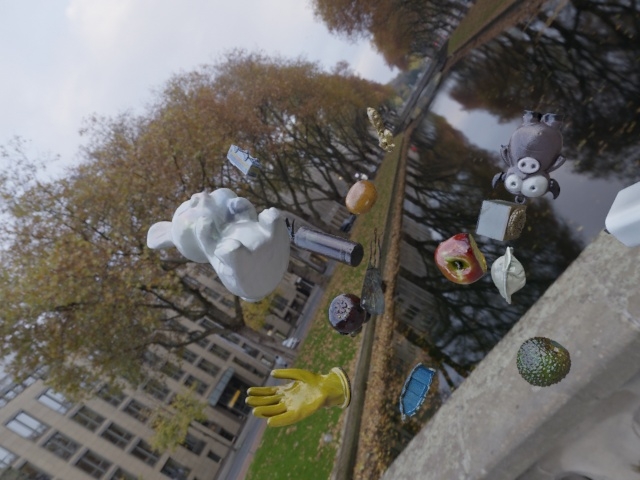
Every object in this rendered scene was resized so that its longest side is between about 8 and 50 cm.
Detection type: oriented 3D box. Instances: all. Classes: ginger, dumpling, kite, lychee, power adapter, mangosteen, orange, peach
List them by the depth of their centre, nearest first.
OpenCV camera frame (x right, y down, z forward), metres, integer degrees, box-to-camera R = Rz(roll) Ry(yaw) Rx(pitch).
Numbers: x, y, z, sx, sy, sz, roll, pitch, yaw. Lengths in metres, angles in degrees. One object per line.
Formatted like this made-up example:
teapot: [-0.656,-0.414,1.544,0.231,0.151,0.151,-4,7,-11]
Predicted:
kite: [0.146,0.081,1.111,0.141,0.015,0.246,28,-117,-54]
power adapter: [0.937,-0.087,1.180,0.187,0.124,0.255,-50,-2,-21]
lychee: [0.717,0.400,1.337,0.171,0.171,0.171,-60,0,-1]
dumpling: [0.670,0.123,1.467,0.111,0.181,0.155,-27,-28,21]
ginger: [0.243,-0.438,1.651,0.052,0.177,0.193,-21,33,2]
mangosteen: [0.117,0.300,1.673,0.172,0.183,0.173,-23,56,40]
orange: [0.183,-0.186,1.810,0.156,0.123,0.156,-60,14,25]
peach: [0.701,0.081,2.044,0.274,0.245,0.249,-22,-65,-53]

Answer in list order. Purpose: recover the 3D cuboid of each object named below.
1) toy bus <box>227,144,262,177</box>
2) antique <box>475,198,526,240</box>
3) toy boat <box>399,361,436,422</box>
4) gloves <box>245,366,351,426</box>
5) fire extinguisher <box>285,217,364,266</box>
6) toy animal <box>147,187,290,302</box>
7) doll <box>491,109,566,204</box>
toy bus: [-0.308,-0.321,1.656,0.064,0.190,0.075,14,-70,-47]
antique: [0.742,-0.084,1.675,0.151,0.147,0.147,-7,-68,-40]
toy boat: [0.297,0.475,1.284,0.186,0.075,0.077,-60,-11,-8]
gloves: [-0.066,0.438,1.153,0.133,0.293,0.116,31,117,58]
fire extinguisher: [0.000,0.000,1.220,0.072,0.267,0.089,-30,-52,-46]
toy animal: [-0.254,0.004,0.996,0.196,0.367,0.242,-41,-32,-40]
doll: [0.590,-0.224,1.142,0.117,0.181,0.258,-23,-54,-61]
